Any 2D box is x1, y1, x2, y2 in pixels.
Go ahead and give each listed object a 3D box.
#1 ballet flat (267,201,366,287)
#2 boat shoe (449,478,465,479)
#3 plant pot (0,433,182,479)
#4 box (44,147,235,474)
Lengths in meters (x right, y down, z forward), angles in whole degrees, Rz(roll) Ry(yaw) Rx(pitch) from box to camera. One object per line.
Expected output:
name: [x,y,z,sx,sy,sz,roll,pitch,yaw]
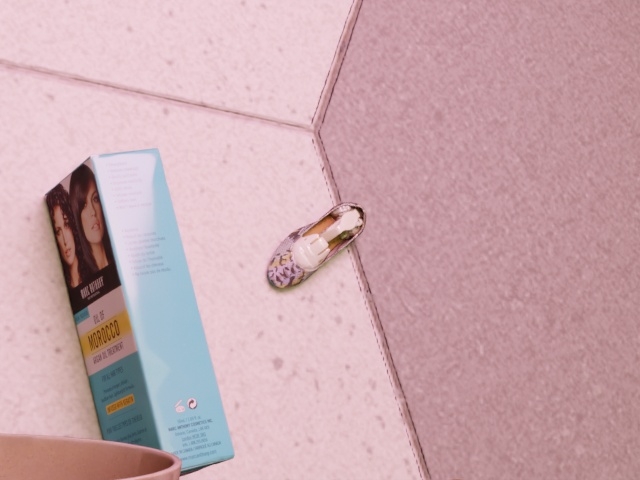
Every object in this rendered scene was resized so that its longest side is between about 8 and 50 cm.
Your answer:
ballet flat: [0.000,0.000,1.287,0.114,0.041,0.041,-39,96,-35]
boat shoe: [0.120,0.281,1.269,0.056,0.048,0.153,-3,69,-21]
plant pot: [-0.220,0.273,0.950,0.257,0.256,0.274,2,89,-32]
box: [-0.140,0.061,1.139,0.060,0.100,0.244,-9,78,-34]
